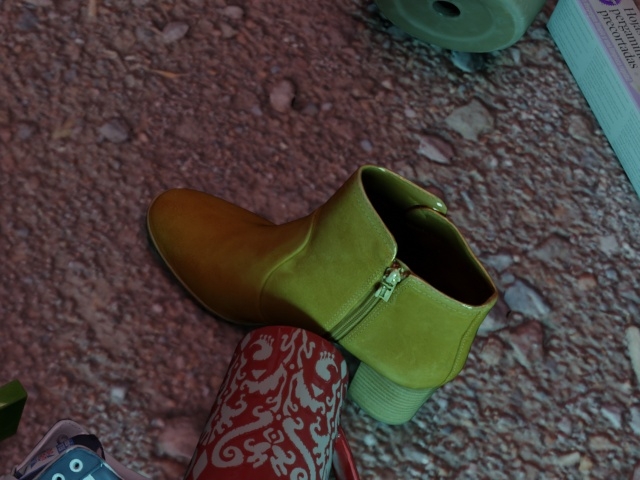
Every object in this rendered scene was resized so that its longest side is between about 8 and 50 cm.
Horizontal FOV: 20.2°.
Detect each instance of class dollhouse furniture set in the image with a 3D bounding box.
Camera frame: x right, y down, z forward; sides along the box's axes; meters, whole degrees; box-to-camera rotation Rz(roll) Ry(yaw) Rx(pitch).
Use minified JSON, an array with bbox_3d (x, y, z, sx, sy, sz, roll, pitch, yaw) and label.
[{"bbox_3d":[-0.281,0.082,1.348,0.076,0.058,0.152,-25,65,-30],"label":"dollhouse furniture set"}]

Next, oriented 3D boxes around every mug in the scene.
[{"bbox_3d":[-0.034,0.168,1.350,0.113,0.150,0.169,-7,43,23],"label":"mug"}]

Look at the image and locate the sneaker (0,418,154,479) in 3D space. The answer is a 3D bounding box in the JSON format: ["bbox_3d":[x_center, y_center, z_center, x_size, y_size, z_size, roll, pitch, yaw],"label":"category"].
[{"bbox_3d":[-0.239,0.185,1.205,0.282,0.099,0.153,17,94,-19],"label":"sneaker"}]

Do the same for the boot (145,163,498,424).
[{"bbox_3d":[0.000,0.001,1.394,0.295,0.211,0.104,38,53,12],"label":"boot"}]

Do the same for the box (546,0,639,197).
[{"bbox_3d":[0.307,-0.102,1.654,0.063,0.067,0.324,-9,57,-23],"label":"box"}]

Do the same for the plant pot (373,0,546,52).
[{"bbox_3d":[0.149,-0.307,1.661,0.263,0.263,0.229,20,69,-2],"label":"plant pot"}]
